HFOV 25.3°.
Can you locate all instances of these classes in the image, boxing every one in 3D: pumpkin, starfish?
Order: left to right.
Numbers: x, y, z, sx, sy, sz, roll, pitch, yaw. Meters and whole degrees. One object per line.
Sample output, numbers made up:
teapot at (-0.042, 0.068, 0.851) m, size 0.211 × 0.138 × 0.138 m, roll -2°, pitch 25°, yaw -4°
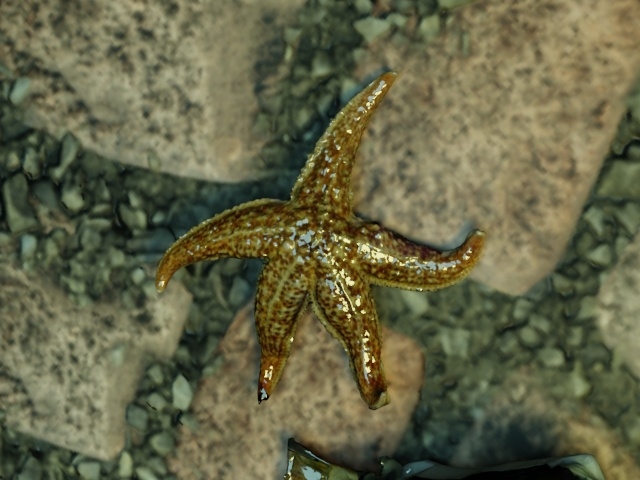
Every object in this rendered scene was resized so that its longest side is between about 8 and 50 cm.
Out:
starfish at (-0.002, 0.002, 0.934) m, size 0.213 × 0.057 × 0.238 m, roll 13°, pitch 100°, yaw 11°
pumpkin at (0.010, 0.186, 0.959) m, size 0.073 × 0.035 × 0.101 m, roll 10°, pitch 102°, yaw 30°

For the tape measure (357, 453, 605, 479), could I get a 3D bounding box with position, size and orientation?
tape measure at (0.122, 0.221, 0.876) m, size 0.182 × 0.107 × 0.181 m, roll -8°, pitch 96°, yaw 36°
